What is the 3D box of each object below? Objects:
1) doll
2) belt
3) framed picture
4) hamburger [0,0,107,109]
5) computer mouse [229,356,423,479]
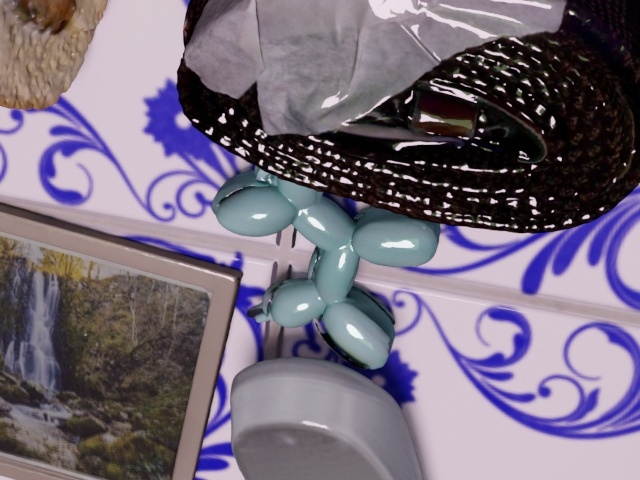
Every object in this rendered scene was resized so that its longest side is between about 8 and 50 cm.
[{"bbox_3d":[0.000,0.000,0.868,0.158,0.059,0.159,16,116,2],"label":"doll"},{"bbox_3d":[0.059,-0.103,0.740,0.289,0.164,0.184,11,137,7],"label":"belt"},{"bbox_3d":[-0.238,0.085,0.967,0.324,0.020,0.241,17,114,2],"label":"framed picture"},{"bbox_3d":[-0.275,-0.207,0.732,0.209,0.162,0.330,13,158,19],"label":"hamburger"},{"bbox_3d":[0.011,0.167,0.931,0.127,0.079,0.231,-2,133,22],"label":"computer mouse"}]
